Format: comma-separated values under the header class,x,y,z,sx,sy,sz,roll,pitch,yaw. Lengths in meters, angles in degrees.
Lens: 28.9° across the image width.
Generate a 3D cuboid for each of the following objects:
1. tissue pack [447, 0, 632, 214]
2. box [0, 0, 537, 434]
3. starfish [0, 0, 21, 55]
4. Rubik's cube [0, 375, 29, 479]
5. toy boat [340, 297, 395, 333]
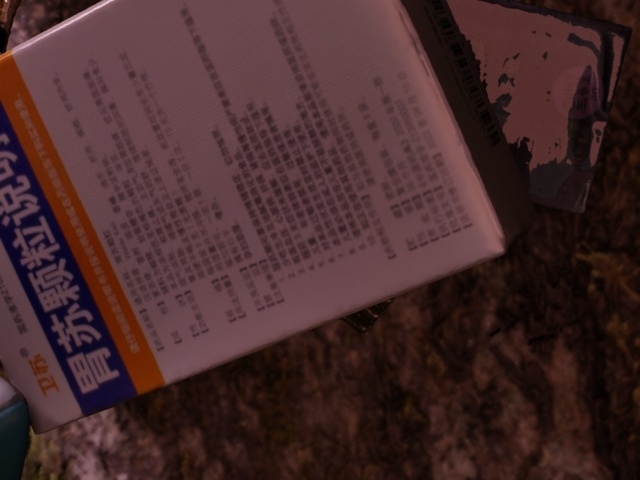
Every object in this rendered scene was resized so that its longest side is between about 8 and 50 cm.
class,x,y,z,sx,sy,sz,roll,pitch,yaw
tissue pack,0.091,-0.086,0.723,0.156,0.051,0.112,13,102,3
box,-0.059,-0.040,0.684,0.299,0.106,0.200,-22,94,22
starfish,-0.168,-0.215,0.722,0.213,0.057,0.238,10,76,12
Rubik's cube,-0.272,0.148,0.675,0.254,0.254,0.255,1,97,5
toy boat,0.000,0.000,0.760,0.115,0.016,0.063,39,98,0
